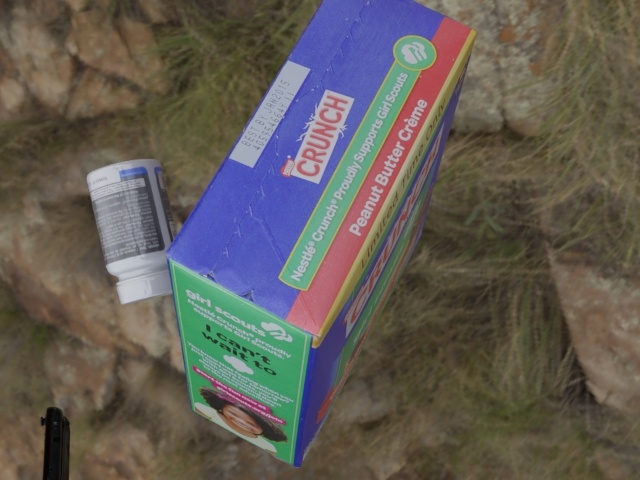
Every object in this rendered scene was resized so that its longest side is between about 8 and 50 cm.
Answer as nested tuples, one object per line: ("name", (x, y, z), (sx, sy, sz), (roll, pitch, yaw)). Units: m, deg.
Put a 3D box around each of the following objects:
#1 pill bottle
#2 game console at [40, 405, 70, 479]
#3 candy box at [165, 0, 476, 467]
("pill bottle", (-0.185, -0.008, 1.057), (0.078, 0.078, 0.137), (-16, 86, 41))
("game console", (-0.335, 0.358, 1.275), (0.044, 0.361, 0.213), (9, 116, -17))
("candy box", (0.000, 0.000, 0.819), (0.122, 0.268, 0.317), (24, 155, 10))
